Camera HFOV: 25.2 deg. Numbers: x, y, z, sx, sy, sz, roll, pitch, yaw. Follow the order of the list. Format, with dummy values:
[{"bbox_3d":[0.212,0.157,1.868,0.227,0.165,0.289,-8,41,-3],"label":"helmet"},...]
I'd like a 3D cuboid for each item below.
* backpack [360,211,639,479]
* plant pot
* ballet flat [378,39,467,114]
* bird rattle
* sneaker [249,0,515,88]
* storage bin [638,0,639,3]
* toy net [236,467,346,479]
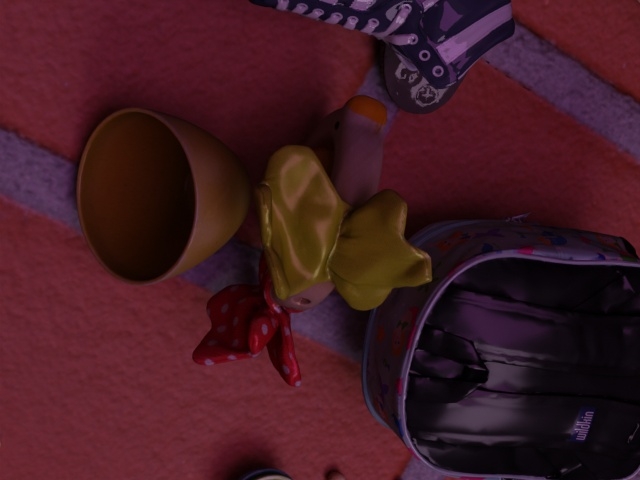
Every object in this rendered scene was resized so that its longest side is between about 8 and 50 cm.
[{"bbox_3d":[0.161,0.090,1.234,0.253,0.191,0.225,3,108,-27],"label":"backpack"},{"bbox_3d":[-0.110,-0.036,1.112,0.095,0.134,0.134,-5,112,-49],"label":"plant pot"},{"bbox_3d":[0.092,-0.228,1.175,0.084,0.058,0.250,-1,112,-12],"label":"ballet flat"},{"bbox_3d":[0.000,0.000,1.133,0.143,0.253,0.207,18,62,-7],"label":"bird rattle"},{"bbox_3d":[0.018,-0.184,1.098,0.282,0.099,0.153,-12,110,-4],"label":"sneaker"},{"bbox_3d":[0.442,-0.251,1.286,0.262,0.123,0.260,-48,120,-2],"label":"storage bin"},{"bbox_3d":[0.007,0.271,1.310,0.232,0.045,0.122,14,101,-28],"label":"toy net"}]
